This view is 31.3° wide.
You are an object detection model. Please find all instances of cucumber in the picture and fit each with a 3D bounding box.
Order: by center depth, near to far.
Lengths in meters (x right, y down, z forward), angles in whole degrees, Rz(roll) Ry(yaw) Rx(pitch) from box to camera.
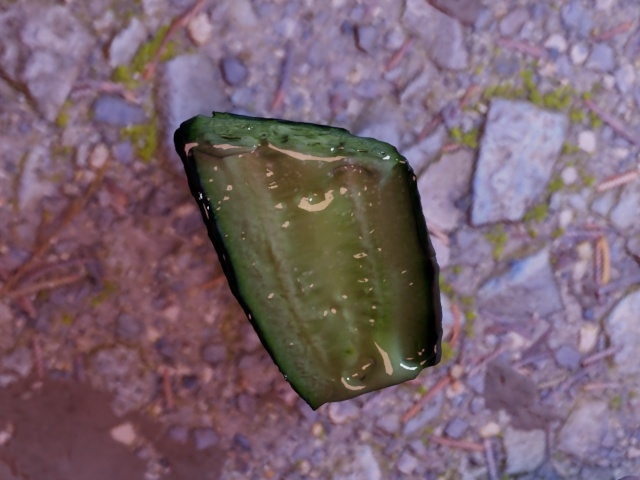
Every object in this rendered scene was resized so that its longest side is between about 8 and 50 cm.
[{"bbox_3d":[0.000,0.000,0.647,0.115,0.086,0.193,-22,113,-5],"label":"cucumber"}]

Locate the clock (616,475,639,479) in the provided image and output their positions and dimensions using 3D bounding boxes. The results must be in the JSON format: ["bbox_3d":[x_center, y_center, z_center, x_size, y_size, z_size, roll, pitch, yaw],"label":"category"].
[{"bbox_3d":[0.177,0.259,0.718,0.189,0.189,0.254,-30,93,-4],"label":"clock"}]
